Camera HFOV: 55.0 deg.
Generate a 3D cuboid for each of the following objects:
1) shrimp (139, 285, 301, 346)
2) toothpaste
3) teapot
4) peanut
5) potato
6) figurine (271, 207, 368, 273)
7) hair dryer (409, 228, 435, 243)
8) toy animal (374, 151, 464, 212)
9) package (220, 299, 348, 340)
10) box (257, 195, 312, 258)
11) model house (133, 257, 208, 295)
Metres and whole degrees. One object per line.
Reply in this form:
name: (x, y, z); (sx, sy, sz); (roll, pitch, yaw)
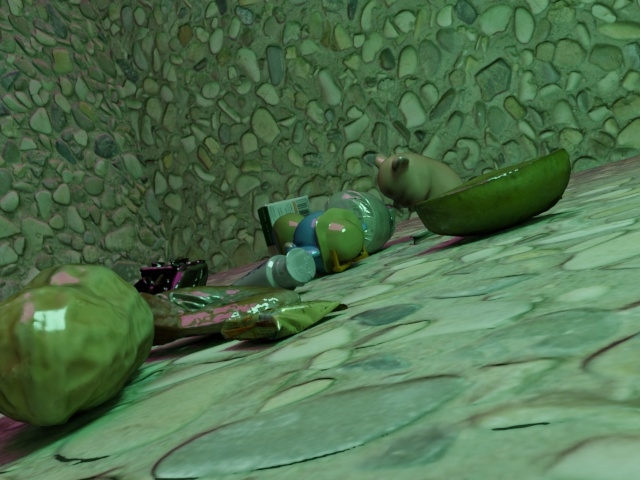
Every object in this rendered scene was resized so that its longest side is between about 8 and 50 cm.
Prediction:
shrimp: (-0.183, 0.102, 0.836); (0.316, 0.077, 0.168); (-8, 0, -9)
toothpaste: (-0.125, 0.089, 1.176); (0.114, 0.073, 0.299); (-18, -6, -43)
teapot: (0.095, -0.015, 1.549); (0.163, 0.222, 0.178); (32, 19, 31)
peanut: (-0.256, 0.100, 0.631); (0.152, 0.152, 0.313); (-17, 4, -5)
potato: (0.299, -0.062, 1.164); (0.255, 0.112, 0.269); (-21, 0, -22)
figurine: (-0.002, -0.003, 1.367); (0.179, 0.154, 0.262); (10, 4, -26)
hair dryer: (0.365, -0.059, 1.397); (0.267, 0.092, 0.229); (-34, 17, -33)
toy animal: (0.258, -0.138, 1.566); (0.250, 0.154, 0.166); (26, -18, -20)
package: (-0.045, 0.092, 0.718); (0.120, 0.031, 0.108); (-11, -2, -44)
box: (-0.081, -0.014, 1.719); (0.135, 0.199, 0.081); (-15, -2, -29)
model house: (-0.310, 0.100, 1.131); (0.164, 0.141, 0.203); (4, -1, 5)
